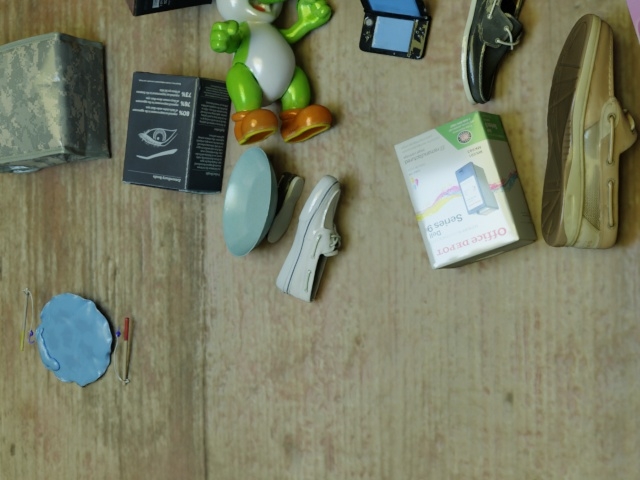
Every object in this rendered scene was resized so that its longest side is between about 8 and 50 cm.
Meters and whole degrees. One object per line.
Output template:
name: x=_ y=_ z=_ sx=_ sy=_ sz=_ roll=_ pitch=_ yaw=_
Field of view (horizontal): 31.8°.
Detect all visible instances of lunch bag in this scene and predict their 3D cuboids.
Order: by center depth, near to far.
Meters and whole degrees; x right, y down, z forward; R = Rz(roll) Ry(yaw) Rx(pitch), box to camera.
lunch bag: x=-0.566 y=-0.257 z=2.174 sx=0.287 sy=0.169 sz=0.235 roll=-5 pitch=88 yaw=26

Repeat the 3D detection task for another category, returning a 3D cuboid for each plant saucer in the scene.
plant saucer: x=-0.114 y=-0.065 z=1.951 sx=0.195 sy=0.037 sz=0.195 roll=-28 pitch=57 yaw=58

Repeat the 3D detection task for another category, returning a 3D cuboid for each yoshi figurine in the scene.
yoshi figurine: x=-0.084 y=-0.354 z=1.888 sx=0.203 sy=0.203 sz=0.362 roll=-14 pitch=80 yaw=14

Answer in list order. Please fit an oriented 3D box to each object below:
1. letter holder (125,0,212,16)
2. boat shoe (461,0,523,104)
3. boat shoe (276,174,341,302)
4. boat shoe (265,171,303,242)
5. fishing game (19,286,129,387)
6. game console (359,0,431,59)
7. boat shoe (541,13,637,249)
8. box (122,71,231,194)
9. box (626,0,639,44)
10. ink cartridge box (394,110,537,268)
letter holder: x=-0.275 y=-0.574 z=1.915 sx=0.214 sy=0.152 sz=0.302 roll=62 pitch=154 yaw=27
boat shoe: x=0.269 y=-0.323 z=1.728 sx=0.079 sy=0.084 sz=0.233 roll=13 pitch=94 yaw=30
boat shoe: x=0.000 y=0.000 z=1.902 sx=0.076 sy=0.083 sz=0.226 roll=29 pitch=116 yaw=15
boat shoe: x=-0.071 y=-0.058 z=1.952 sx=0.038 sy=0.046 sz=0.125 roll=27 pitch=101 yaw=28
fishing game: x=-0.478 y=0.194 z=2.200 sx=0.264 sy=0.041 sz=0.189 roll=10 pitch=103 yaw=25
game console: x=0.110 y=-0.358 z=1.829 sx=0.122 sy=0.071 sz=0.107 roll=15 pitch=97 yaw=30
boat shoe: x=0.399 y=-0.157 z=1.648 sx=0.110 sy=0.121 sz=0.341 roll=5 pitch=97 yaw=-7
box: x=-0.259 y=-0.193 z=2.026 sx=0.153 sy=0.108 sz=0.207 roll=10 pitch=96 yaw=30
box: x=0.543 y=-0.310 z=1.506 sx=0.213 sy=0.117 sz=0.243 roll=-24 pitch=76 yaw=52
ink cartridge box: x=0.226 y=-0.075 z=1.751 sx=0.154 sy=0.093 sz=0.212 roll=-20 pitch=82 yaw=28
